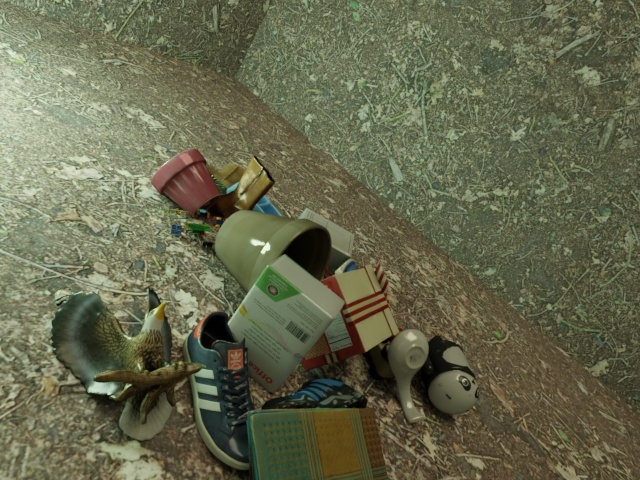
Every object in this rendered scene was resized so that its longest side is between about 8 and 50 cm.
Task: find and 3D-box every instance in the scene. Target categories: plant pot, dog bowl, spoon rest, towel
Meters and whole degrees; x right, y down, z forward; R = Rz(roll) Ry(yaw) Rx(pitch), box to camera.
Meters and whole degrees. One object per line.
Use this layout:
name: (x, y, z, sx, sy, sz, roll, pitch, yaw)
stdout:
plant pot: (-0.170, 0.044, 1.278, 0.280, 0.323, 0.323, 28, 18, 26)
dog bowl: (-0.249, -0.125, 1.646, 0.297, 0.074, 0.166, 50, 18, 3)
plant pot: (-0.460, -0.192, 1.441, 0.180, 0.201, 0.201, 51, 24, -2)
spoon rest: (0.269, 0.404, 1.240, 0.137, 0.277, 0.084, -4, 6, -19)
towel: (0.010, 0.494, 0.849, 0.370, 0.040, 0.272, 17, 51, -40)

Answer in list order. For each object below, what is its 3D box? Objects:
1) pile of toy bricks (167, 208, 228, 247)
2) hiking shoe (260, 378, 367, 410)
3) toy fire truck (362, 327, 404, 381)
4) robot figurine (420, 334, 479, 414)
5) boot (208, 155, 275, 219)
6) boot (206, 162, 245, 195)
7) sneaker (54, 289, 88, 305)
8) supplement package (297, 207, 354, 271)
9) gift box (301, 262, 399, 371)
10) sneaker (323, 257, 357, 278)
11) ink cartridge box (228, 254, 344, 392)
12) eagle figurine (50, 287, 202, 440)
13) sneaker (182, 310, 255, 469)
pile of toy bricks: (-0.402, -0.045, 1.360, 0.212, 0.118, 0.105, 9, 3, -18)
hiking shoe: (-0.030, 0.410, 1.004, 0.304, 0.113, 0.132, 13, 7, -38)
toy fire truck: (0.267, 0.385, 1.399, 0.246, 0.159, 0.217, 13, 30, -22)
robot figurine: (0.440, 0.460, 1.412, 0.208, 0.174, 0.278, -3, 28, 1)
boot: (-0.316, -0.194, 1.498, 0.096, 0.280, 0.264, 6, 37, -49)
boot: (-0.440, -0.294, 1.777, 0.236, 0.089, 0.269, 45, 23, -11)
sneaker: (-0.542, 0.134, 0.901, 0.083, 0.032, 0.037, 11, 47, -36)
supplement package: (0.000, 0.000, 1.702, 0.244, 0.134, 0.139, 29, 44, -14)
gift box: (0.066, 0.201, 1.210, 0.258, 0.255, 0.277, -4, 74, -57)
sneaker: (0.087, 0.181, 1.570, 0.147, 0.129, 0.330, 50, 27, -2)
ink cartridge box: (-0.105, 0.210, 1.028, 0.201, 0.278, 0.117, 38, 20, 6)
eagle figurine: (-0.373, 0.217, 0.826, 0.298, 0.225, 0.226, 17, -38, 42)
sneaker: (-0.200, 0.303, 0.884, 0.131, 0.148, 0.350, 8, 36, -47)
